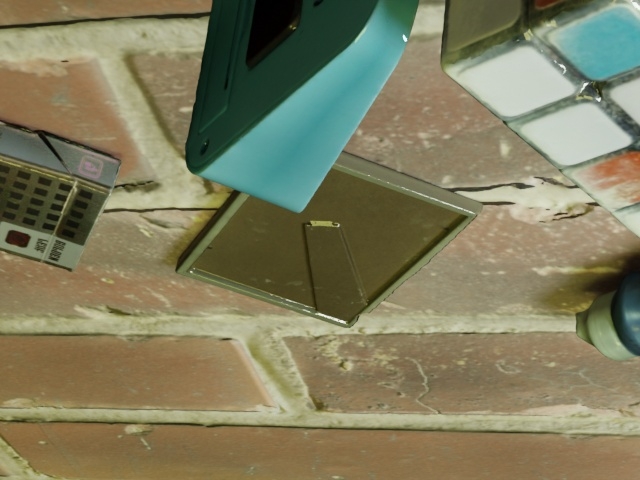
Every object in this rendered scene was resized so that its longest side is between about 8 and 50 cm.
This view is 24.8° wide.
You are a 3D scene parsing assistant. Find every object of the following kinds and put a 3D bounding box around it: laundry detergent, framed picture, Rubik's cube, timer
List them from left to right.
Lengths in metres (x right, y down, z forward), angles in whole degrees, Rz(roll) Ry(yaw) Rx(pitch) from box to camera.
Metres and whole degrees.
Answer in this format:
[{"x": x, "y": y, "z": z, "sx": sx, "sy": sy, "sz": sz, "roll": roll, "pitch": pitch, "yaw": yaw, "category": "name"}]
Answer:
[{"x": 0.000, "y": 0.000, "z": 1.458, "sx": 0.211, "sy": 0.020, "sz": 0.289, "roll": 19, "pitch": 147, "yaw": -17, "category": "framed picture"}, {"x": 0.011, "y": -0.165, "z": 0.980, "sx": 0.091, "sy": 0.232, "sz": 0.250, "roll": 21, "pitch": 148, "yaw": -22, "category": "timer"}, {"x": 0.381, "y": 0.055, "z": 1.393, "sx": 0.143, "sy": 0.094, "sz": 0.290, "roll": 26, "pitch": 149, "yaw": -37, "category": "laundry detergent"}, {"x": 0.248, "y": -0.177, "z": 0.872, "sx": 0.253, "sy": 0.259, "sz": 0.256, "roll": -20, "pitch": 139, "yaw": 37, "category": "Rubik's cube"}]

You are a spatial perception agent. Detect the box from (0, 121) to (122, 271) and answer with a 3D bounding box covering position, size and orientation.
[{"x": -0.372, "y": -0.068, "z": 1.412, "sx": 0.325, "sy": 0.047, "sz": 0.180, "roll": 17, "pitch": 148, "yaw": -14, "category": "box"}]
